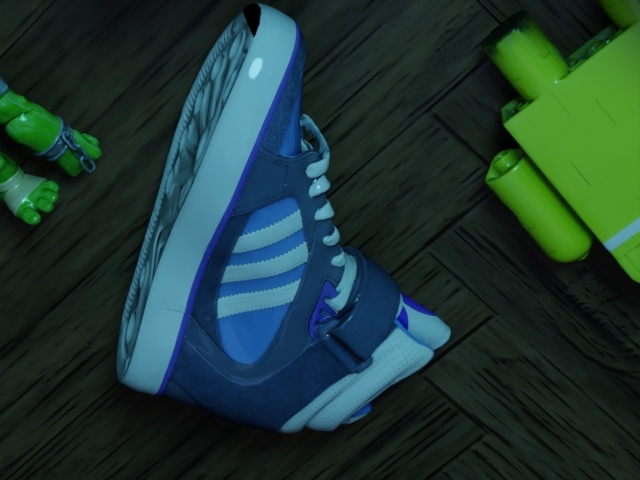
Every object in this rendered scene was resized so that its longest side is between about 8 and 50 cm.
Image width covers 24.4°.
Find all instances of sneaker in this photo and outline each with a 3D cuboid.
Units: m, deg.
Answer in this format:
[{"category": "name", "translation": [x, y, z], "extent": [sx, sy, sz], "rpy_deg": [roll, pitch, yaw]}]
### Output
[{"category": "sneaker", "translation": [0.000, 0.001, 1.095], "extent": [0.236, 0.130, 0.322], "rpy_deg": [14, 114, -17]}]

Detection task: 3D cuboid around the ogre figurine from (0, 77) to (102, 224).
[{"category": "ogre figurine", "translation": [-0.276, -0.059, 1.082], "extent": [0.197, 0.097, 0.118], "rpy_deg": [-8, 138, 23]}]

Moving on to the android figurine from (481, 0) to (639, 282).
[{"category": "android figurine", "translation": [0.247, -0.078, 1.061], "extent": [0.248, 0.056, 0.273], "rpy_deg": [-40, 105, 17]}]
